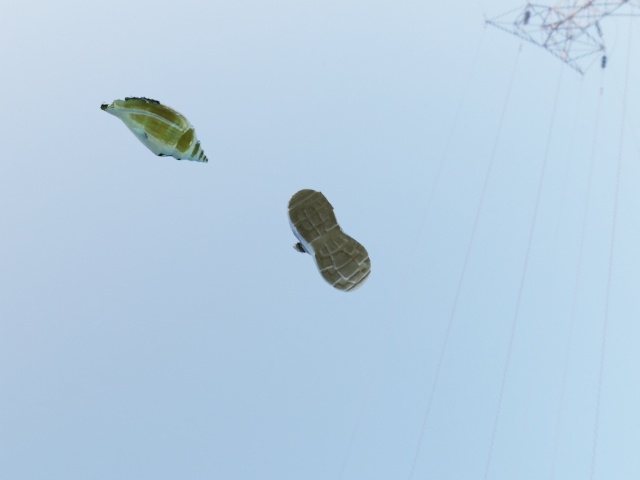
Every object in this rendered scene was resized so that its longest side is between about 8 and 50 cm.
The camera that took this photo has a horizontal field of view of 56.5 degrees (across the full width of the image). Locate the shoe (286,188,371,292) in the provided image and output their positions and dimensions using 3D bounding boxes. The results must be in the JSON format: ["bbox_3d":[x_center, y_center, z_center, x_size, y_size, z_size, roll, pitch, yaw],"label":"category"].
[{"bbox_3d":[0.000,-0.001,1.143,0.099,0.125,0.227,-37,-72,-14],"label":"shoe"}]

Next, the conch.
[{"bbox_3d":[-0.281,-0.199,1.064,0.201,0.095,0.079,36,-142,-45],"label":"conch"}]
